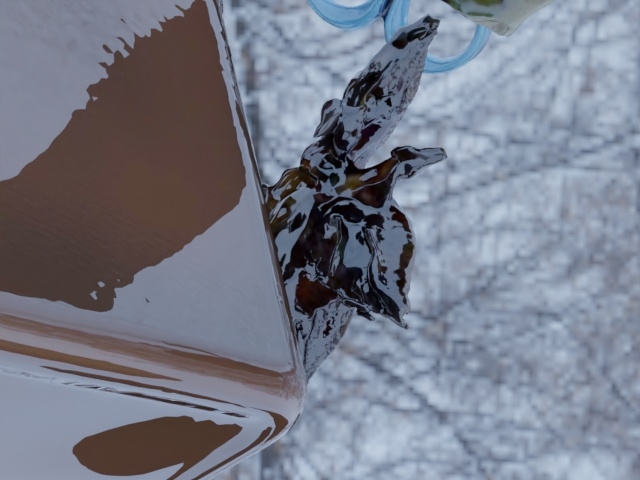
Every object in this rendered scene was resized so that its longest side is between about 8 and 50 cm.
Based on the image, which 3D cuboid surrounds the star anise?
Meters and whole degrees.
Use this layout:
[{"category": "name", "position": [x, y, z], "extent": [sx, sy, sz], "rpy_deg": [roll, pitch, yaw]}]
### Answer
[{"category": "star anise", "position": [0.003, 0.002, 0.892], "extent": [0.053, 0.212, 0.157], "rpy_deg": [29, -148, -51]}]

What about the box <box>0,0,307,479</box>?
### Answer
[{"category": "box", "position": [-0.192, -0.009, 0.711], "extent": [0.239, 0.229, 0.339], "rpy_deg": [-33, 150, 30]}]

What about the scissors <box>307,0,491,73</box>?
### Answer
[{"category": "scissors", "position": [0.081, -0.225, 1.026], "extent": [0.125, 0.256, 0.030], "rpy_deg": [31, -156, 13]}]

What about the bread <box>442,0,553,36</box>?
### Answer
[{"category": "bread", "position": [0.142, -0.198, 0.776], "extent": [0.269, 0.098, 0.087], "rpy_deg": [-37, 169, 32]}]
